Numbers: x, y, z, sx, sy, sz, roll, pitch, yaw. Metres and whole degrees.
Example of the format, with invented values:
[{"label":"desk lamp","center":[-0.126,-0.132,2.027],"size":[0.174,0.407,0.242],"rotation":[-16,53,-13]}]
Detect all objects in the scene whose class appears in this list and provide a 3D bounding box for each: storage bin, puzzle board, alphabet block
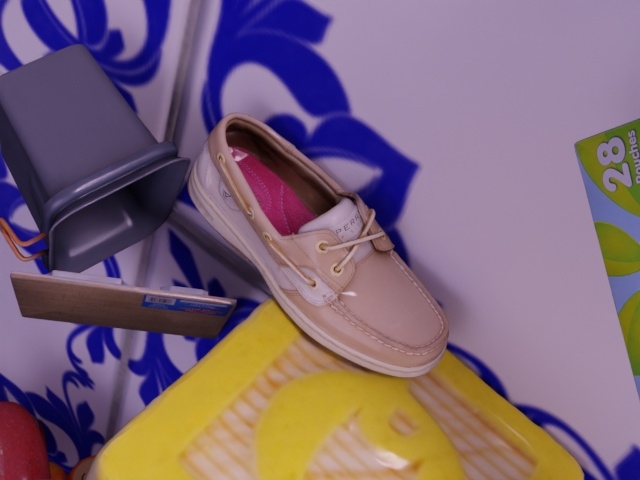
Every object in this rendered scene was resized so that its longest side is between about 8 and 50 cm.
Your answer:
[{"label":"storage bin","center":[-0.146,-0.042,0.519],"size":[0.091,0.098,0.135],"rotation":[57,157,6]},{"label":"puzzle board","center":[-0.121,0.039,0.556],"size":[0.128,0.011,0.096],"rotation":[8,160,-12]},{"label":"alphabet block","center":[-0.011,0.164,0.498],"size":[0.193,0.192,0.197],"rotation":[39,139,8]}]

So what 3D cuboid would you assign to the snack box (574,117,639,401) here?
[{"label":"snack box","center":[0.185,0.043,0.263],"size":[0.174,0.070,0.207],"rotation":[-19,81,53]}]

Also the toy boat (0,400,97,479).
[{"label":"toy boat","center":[-0.237,0.216,0.775],"size":[0.231,0.151,0.151],"rotation":[120,148,-71]}]

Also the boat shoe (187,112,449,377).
[{"label":"boat shoe","center":[0.000,0.000,0.459],"size":[0.170,0.063,0.059],"rotation":[40,143,11]}]
